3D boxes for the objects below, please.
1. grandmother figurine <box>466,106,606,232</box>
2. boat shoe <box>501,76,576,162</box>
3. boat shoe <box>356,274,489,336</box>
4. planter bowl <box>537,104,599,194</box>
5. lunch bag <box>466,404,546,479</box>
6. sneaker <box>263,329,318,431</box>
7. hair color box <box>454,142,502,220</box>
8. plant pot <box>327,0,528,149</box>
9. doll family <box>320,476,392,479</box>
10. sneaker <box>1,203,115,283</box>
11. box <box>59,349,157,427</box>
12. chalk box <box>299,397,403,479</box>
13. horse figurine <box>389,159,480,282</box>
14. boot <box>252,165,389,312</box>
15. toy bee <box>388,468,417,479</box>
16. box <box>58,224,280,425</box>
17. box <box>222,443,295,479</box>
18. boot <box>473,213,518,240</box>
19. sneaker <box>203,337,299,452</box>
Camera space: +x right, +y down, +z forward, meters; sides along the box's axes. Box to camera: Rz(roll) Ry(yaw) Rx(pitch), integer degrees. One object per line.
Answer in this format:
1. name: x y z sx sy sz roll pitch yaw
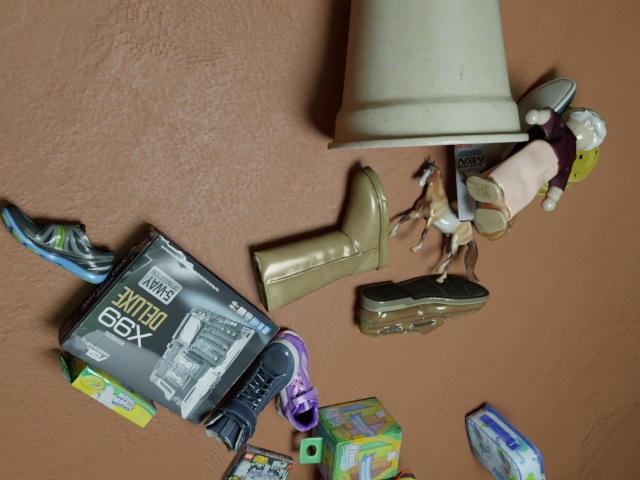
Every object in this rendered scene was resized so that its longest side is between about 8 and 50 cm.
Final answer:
1. grandmother figurine: 0.431 -0.163 1.047 0.342 0.104 0.208 -33 128 -21
2. boat shoe: 0.449 -0.234 1.152 0.254 0.095 0.079 -49 125 4
3. boat shoe: 0.225 0.149 1.198 0.307 0.111 0.105 -1 114 -14
4. planter bowl: 0.561 -0.197 1.223 0.217 0.090 0.217 -9 113 -22
5. lunch bag: 0.475 0.543 1.388 0.090 0.219 0.176 -26 117 -14
6. sneaker: -0.051 0.300 1.123 0.095 0.104 0.237 -18 114 -16
7. hair color box: 0.326 -0.125 1.105 0.093 0.053 0.167 -4 87 17
8. plant pot: 0.172 -0.312 0.894 0.333 0.333 0.306 -6 101 -22
9. doll family: 0.068 0.607 1.305 0.262 0.118 0.163 -8 107 -41
10. sneaker: -0.420 -0.002 0.870 0.188 0.067 0.078 37 71 -29
11. box: -0.378 0.250 0.952 0.043 0.105 0.179 -51 121 -8
12. chalk box: 0.057 0.461 1.216 0.212 0.132 0.133 -5 111 -23
13. horse figurine: 0.262 -0.022 1.158 0.263 0.066 0.175 40 74 -22
14. boot: 0.000 0.000 1.042 0.269 0.089 0.236 -17 115 -17
15. toy bee: 0.138 0.629 1.179 0.298 0.162 0.195 -15 153 -33
16. box: -0.263 0.160 0.978 0.242 0.076 0.307 -49 121 -7
17. box: -0.137 0.516 1.208 0.137 0.027 0.094 29 94 -30
18. boot: 0.422 -0.083 1.186 0.197 0.073 0.152 -38 147 13
19. sneaker: -0.130 0.298 1.017 0.086 0.163 0.226 36 118 7
